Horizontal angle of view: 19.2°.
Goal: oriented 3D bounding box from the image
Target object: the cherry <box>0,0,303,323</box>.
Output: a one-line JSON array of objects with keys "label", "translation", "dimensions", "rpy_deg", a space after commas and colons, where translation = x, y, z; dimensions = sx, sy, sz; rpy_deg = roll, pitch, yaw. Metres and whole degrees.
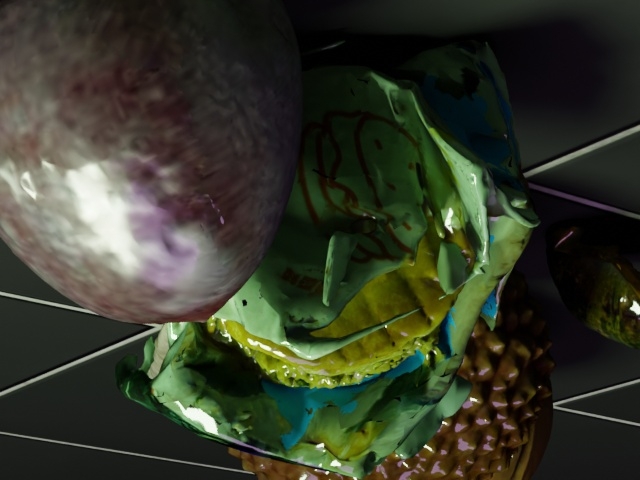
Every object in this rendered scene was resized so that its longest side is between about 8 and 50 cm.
[{"label": "cherry", "translation": [-0.111, -0.077, 1.055], "dimensions": [0.213, 0.266, 0.183], "rpy_deg": [-18, -170, 45]}]

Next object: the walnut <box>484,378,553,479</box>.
[{"label": "walnut", "translation": [0.111, 0.160, 1.719], "dimensions": [0.203, 0.203, 0.298], "rpy_deg": [-4, 177, 14]}]

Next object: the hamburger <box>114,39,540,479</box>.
[{"label": "hamburger", "translation": [0.005, 0.004, 1.162], "dimensions": [0.261, 0.276, 0.150], "rpy_deg": [3, 170, -2]}]

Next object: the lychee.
[{"label": "lychee", "translation": [0.046, 0.082, 1.451], "dimensions": [0.268, 0.267, 0.267], "rpy_deg": [1, 161, 0]}]

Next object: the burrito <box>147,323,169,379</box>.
[{"label": "burrito", "translation": [-0.122, 0.109, 1.794], "dimensions": [0.087, 0.060, 0.226], "rpy_deg": [8, 162, -4]}]

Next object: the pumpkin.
[{"label": "pumpkin", "translation": [0.272, 0.038, 1.518], "dimensions": [0.184, 0.107, 0.119], "rpy_deg": [-7, 165, 26]}]
